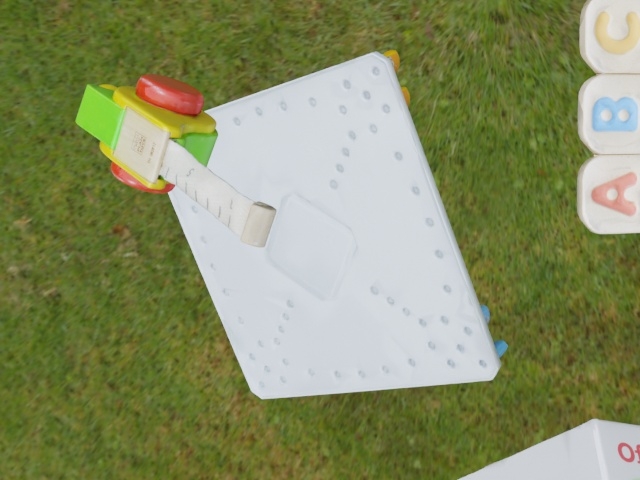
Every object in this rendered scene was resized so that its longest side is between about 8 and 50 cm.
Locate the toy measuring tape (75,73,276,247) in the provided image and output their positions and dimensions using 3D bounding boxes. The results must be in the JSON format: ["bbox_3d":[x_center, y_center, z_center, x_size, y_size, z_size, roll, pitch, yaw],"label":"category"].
[{"bbox_3d":[-0.122,-0.080,1.000,0.330,0.121,0.121,34,112,39],"label":"toy measuring tape"}]

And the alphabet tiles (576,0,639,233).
[{"bbox_3d":[0.318,-0.094,0.748,0.278,0.021,0.284,-2,96,-13],"label":"alphabet tiles"}]

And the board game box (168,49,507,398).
[{"bbox_3d":[0.000,0.000,1.252,0.390,0.050,0.390,-12,105,40],"label":"board game box"}]

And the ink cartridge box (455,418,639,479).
[{"bbox_3d":[0.254,0.314,0.857,0.198,0.270,0.197,13,147,-29],"label":"ink cartridge box"}]
